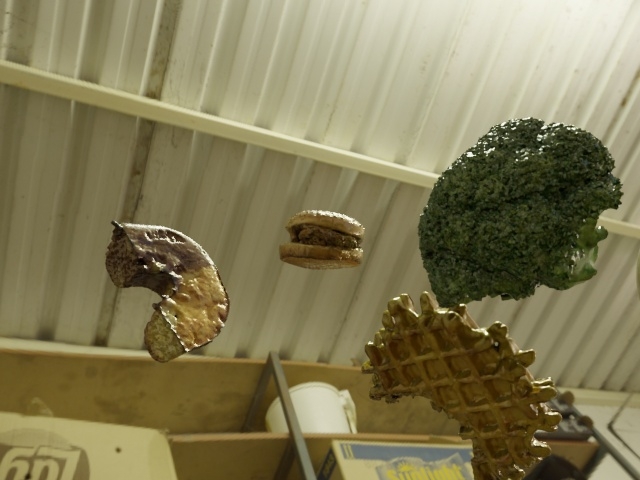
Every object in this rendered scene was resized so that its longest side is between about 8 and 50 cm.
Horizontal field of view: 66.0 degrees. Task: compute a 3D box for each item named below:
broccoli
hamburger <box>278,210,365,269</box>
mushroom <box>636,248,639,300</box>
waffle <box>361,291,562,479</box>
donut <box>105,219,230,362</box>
[{"bbox_3d":[0.238,-0.022,0.605,0.242,0.269,0.261,39,-120,-23],"label":"broccoli"},{"bbox_3d":[0.002,-0.001,1.048,0.182,0.191,0.117,-2,-98,17],"label":"hamburger"},{"bbox_3d":[0.413,0.065,0.446,0.246,0.246,0.202,-13,-42,-12],"label":"mushroom"},{"bbox_3d":[0.189,0.210,0.708,0.069,0.293,0.259,-26,-42,-45],"label":"waffle"},{"bbox_3d":[-0.224,0.078,0.734,0.141,0.217,0.085,-4,-34,-52],"label":"donut"}]
